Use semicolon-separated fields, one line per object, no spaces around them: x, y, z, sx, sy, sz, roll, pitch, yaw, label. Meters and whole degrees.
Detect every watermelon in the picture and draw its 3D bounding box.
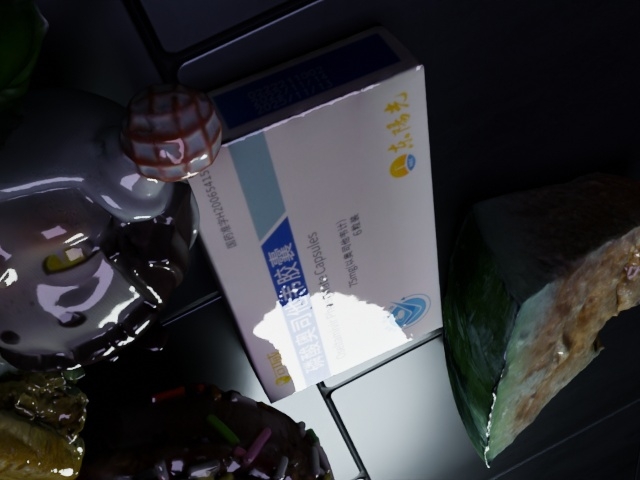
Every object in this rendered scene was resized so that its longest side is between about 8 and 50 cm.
0.226;0.067;0.868;0.302;0.151;0.264;-31;140;-27;watermelon

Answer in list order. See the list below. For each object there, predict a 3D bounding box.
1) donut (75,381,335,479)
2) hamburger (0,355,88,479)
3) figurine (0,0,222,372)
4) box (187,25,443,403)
-0.120;0.248;0.799;0.259;0.136;0.345;-23;142;12;donut
-0.285;0.130;0.607;0.189;0.122;0.215;14;148;-35;hamburger
-0.197;-0.058;0.459;0.281;0.167;0.370;-17;132;11;figurine
0.000;0.000;0.701;0.200;0.065;0.343;-23;139;-9;box
